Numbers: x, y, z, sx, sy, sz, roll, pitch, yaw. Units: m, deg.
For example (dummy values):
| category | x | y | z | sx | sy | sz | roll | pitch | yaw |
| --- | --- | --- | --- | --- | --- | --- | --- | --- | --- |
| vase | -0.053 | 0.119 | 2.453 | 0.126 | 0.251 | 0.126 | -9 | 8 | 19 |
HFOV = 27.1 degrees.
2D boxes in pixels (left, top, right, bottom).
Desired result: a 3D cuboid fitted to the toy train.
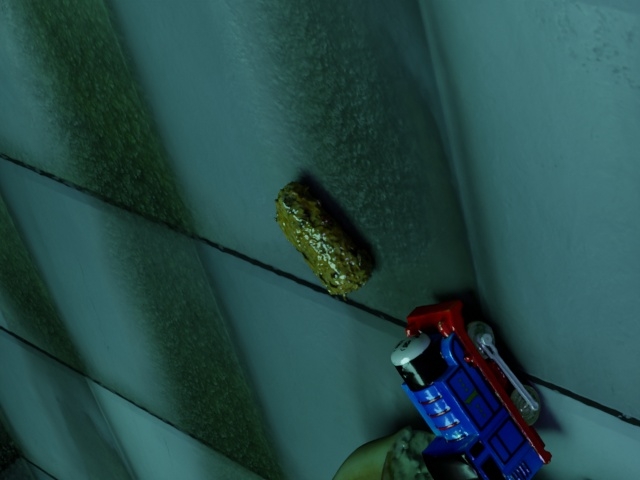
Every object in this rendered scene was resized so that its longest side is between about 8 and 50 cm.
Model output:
| category | x | y | z | sx | sy | sz | roll | pitch | yaw |
| --- | --- | --- | --- | --- | --- | --- | --- | --- | --- |
| toy train | 0.151 | 0.171 | 1.385 | 0.204 | 0.131 | 0.083 | 56 | 150 | -11 |

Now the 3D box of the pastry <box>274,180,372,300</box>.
| category | x | y | z | sx | sy | sz | roll | pitch | yaw |
| --- | --- | --- | --- | --- | --- | --- | --- | --- | --- |
| pastry | 0.000 | 0.000 | 1.465 | 0.140 | 0.056 | 0.080 | 46 | 162 | 1 |

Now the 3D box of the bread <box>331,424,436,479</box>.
| category | x | y | z | sx | sy | sz | roll | pitch | yaw |
| --- | --- | --- | --- | --- | --- | --- | --- | --- | --- |
| bread | 0.121 | 0.385 | 1.563 | 0.333 | 0.160 | 0.333 | -25 | 60 | 52 |
